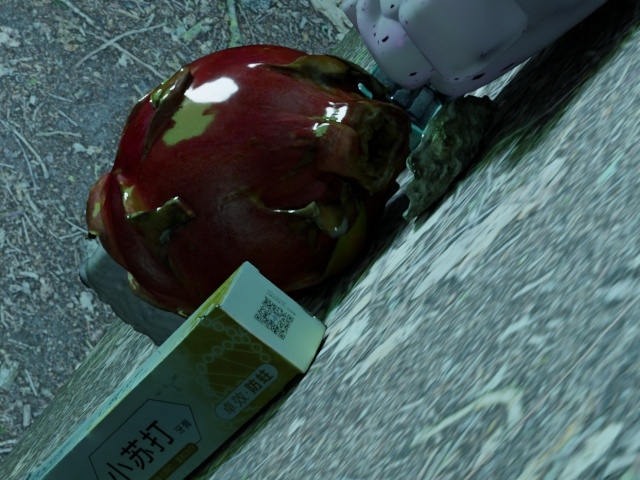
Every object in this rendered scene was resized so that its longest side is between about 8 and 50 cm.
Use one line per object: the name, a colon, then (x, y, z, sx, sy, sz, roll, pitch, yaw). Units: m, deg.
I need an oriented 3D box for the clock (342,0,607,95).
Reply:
clock: (0.158, -0.220, 1.415, 0.295, 0.113, 0.322, -38, 7, 4)

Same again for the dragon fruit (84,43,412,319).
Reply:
dragon fruit: (-0.063, -0.047, 1.591, 0.250, 0.250, 0.315, -50, 23, -12)

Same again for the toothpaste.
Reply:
toothpaste: (-0.123, 0.140, 1.465, 0.313, 0.089, 0.071, -44, 13, 36)

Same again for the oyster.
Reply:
oyster: (0.096, -0.058, 1.440, 0.098, 0.037, 0.100, -18, -48, -66)

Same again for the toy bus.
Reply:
toy bus: (0.089, -0.158, 1.819, 0.109, 0.091, 0.262, -53, 1, 34)

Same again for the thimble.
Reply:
thimble: (-0.125, 0.000, 2.024, 0.245, 0.157, 0.217, -45, 5, 28)
